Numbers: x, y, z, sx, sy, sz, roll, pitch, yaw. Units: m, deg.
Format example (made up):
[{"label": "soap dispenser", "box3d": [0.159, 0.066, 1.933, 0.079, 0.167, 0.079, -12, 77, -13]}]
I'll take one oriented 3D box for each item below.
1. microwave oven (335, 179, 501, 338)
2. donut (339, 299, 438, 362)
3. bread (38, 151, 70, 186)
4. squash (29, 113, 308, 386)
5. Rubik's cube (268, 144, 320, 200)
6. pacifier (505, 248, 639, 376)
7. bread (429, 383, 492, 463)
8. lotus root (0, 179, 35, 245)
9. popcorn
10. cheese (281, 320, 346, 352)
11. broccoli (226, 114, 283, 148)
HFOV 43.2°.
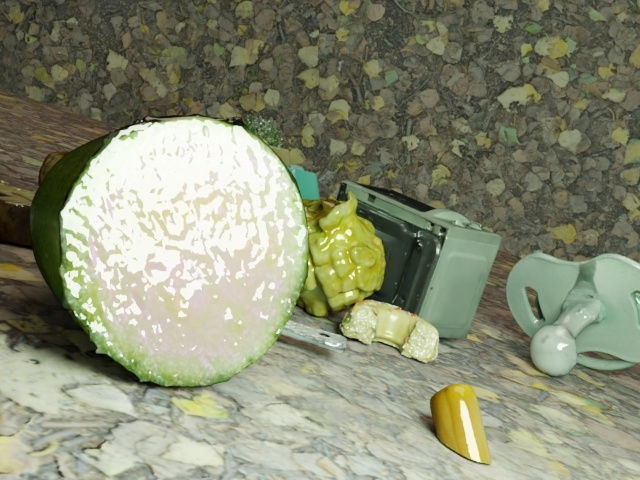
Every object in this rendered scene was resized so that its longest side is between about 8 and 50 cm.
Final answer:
[{"label": "microwave oven", "box3d": [0.150, 0.032, 1.529, 0.181, 0.238, 0.295, 9, 14, -43]}, {"label": "donut", "box3d": [0.114, 0.142, 1.333, 0.165, 0.065, 0.108, 17, 8, -3]}, {"label": "bread", "box3d": [-0.421, -0.083, 1.531, 0.229, 0.123, 0.230, 22, 7, -3]}, {"label": "squash", "box3d": [-0.220, 0.010, 1.000, 0.310, 0.311, 0.308, 11, -7, -34]}, {"label": "Rubik's cube", "box3d": [-0.135, -0.060, 1.628, 0.212, 0.224, 0.265, 10, 55, -29]}, {"label": "pacifier", "box3d": [0.490, 0.169, 1.542, 0.343, 0.288, 0.269, -1, 30, 48]}, {"label": "bread", "box3d": [0.166, 0.227, 0.979, 0.062, 0.103, 0.049, -28, -34, 32]}, {"label": "lotus root", "box3d": [-0.530, -0.054, 1.305, 0.260, 0.075, 0.170, 18, 11, 12]}, {"label": "popcorn", "box3d": [0.012, 0.014, 1.394, 0.180, 0.217, 0.235, -17, 27, -12]}, {"label": "cheese", "box3d": [-0.076, 0.118, 1.163, 0.234, 0.050, 0.127, 16, 7, 4]}, {"label": "broccoli", "box3d": [-0.196, -0.205, 2.156, 0.301, 0.249, 0.375, 24, -35, -20]}]
